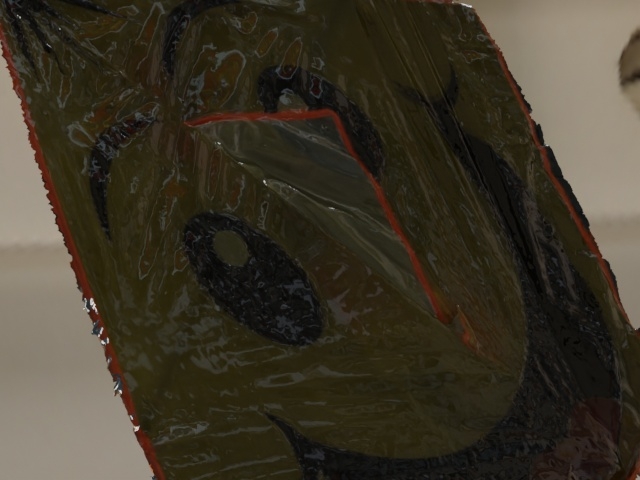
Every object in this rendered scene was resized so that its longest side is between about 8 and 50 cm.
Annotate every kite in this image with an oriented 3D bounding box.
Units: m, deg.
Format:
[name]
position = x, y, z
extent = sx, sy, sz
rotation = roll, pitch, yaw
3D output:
[kite]
position = 0.001, -0.001, 0.745
extent = 0.327, 0.013, 0.377
rotation = 39, -139, -12
